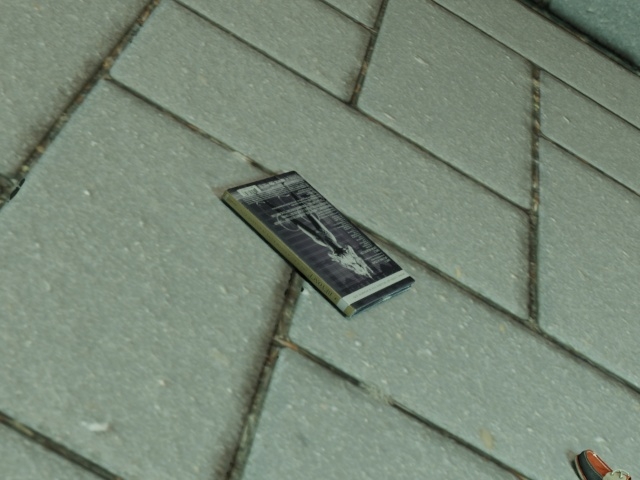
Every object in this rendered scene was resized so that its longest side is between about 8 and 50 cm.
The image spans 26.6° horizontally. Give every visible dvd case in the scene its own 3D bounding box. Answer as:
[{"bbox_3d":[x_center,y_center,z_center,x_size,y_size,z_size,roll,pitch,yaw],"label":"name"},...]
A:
[{"bbox_3d":[0.000,0.000,1.682,0.221,0.018,0.164,42,28,16],"label":"dvd case"}]

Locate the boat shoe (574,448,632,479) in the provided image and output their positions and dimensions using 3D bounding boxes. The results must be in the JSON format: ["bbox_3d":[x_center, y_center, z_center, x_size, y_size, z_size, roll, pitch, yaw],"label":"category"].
[{"bbox_3d":[0.351,0.292,1.578,0.049,0.043,0.137,-2,43,-45],"label":"boat shoe"}]
